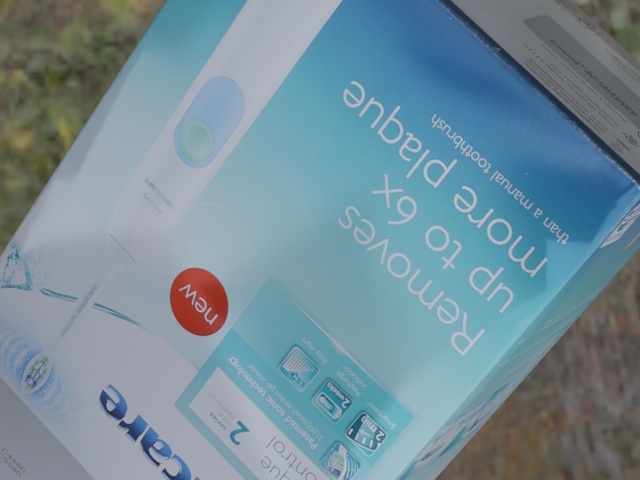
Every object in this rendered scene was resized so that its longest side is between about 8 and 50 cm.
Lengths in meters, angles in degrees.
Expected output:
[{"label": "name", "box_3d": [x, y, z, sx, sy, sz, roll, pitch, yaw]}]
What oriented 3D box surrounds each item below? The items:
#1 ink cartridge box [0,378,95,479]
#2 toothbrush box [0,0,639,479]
[{"label": "ink cartridge box", "box_3d": [-0.264, 0.153, 0.846, 0.197, 0.270, 0.198, 45, 109, -4]}, {"label": "toothbrush box", "box_3d": [0.000, 0.000, 0.805, 0.295, 0.216, 0.126, -52, 165, 28]}]
